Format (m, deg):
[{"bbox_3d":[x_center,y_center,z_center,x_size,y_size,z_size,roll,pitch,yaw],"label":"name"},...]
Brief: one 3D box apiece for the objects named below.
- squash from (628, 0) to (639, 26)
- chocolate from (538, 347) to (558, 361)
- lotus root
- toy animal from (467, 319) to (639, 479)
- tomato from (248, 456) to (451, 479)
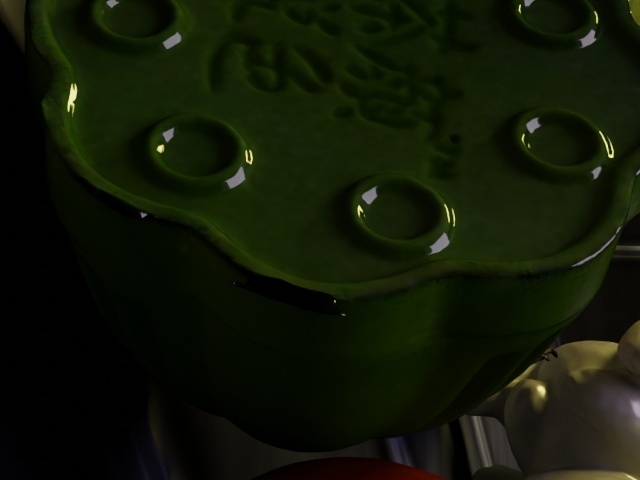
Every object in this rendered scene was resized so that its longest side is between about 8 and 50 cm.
[{"bbox_3d":[0.155,-0.209,1.065,0.309,0.210,0.233,74,9,-72],"label":"squash"},{"bbox_3d":[0.094,0.031,0.996,0.161,0.083,0.261,64,8,12],"label":"chocolate"},{"bbox_3d":[0.000,0.000,0.433,0.186,0.186,0.186,-11,90,-78],"label":"lotus root"},{"bbox_3d":[0.214,0.218,1.078,0.206,0.272,0.265,41,46,-31],"label":"toy animal"},{"bbox_3d":[0.019,0.151,0.386,0.195,0.136,0.195,-10,90,-79],"label":"tomato"}]
